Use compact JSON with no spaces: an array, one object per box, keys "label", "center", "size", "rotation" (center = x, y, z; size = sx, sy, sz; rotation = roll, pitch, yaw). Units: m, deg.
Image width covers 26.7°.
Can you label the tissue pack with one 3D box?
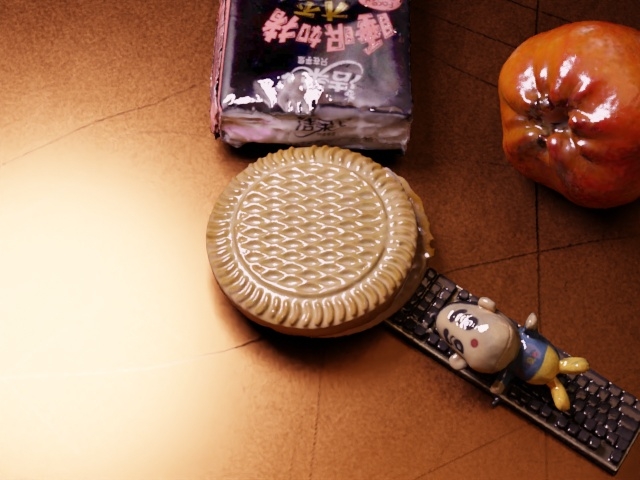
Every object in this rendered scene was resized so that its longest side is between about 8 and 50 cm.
[{"label":"tissue pack","center":[-0.007,-0.256,1.646],"size":[0.245,0.123,0.332],"rotation":[2,59,0]}]

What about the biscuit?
[{"label":"biscuit","center":[0.000,0.000,1.523],"size":[0.259,0.079,0.259],"rotation":[-1,58,2]}]

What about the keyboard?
[{"label":"keyboard","center":[0.216,0.140,1.514],"size":[0.317,0.027,0.106],"rotation":[32,63,10]}]

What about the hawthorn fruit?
[{"label":"hawthorn fruit","center":[0.343,-0.153,1.594],"size":[0.261,0.224,0.224],"rotation":[-13,62,-39]}]

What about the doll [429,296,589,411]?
[{"label":"doll","center":[0.201,0.118,1.465],"size":[0.179,0.089,0.102],"rotation":[26,106,10]}]
